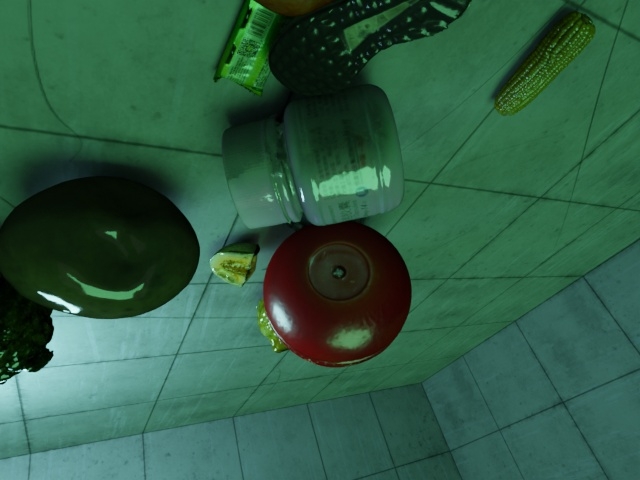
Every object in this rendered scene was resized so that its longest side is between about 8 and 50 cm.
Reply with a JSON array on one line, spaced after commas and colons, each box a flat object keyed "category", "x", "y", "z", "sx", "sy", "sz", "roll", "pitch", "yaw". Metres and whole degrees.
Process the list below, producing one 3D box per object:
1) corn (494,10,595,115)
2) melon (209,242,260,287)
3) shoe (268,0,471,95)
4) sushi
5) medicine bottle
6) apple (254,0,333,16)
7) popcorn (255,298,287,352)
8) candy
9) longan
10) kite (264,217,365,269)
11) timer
[{"category": "corn", "x": 0.463, "y": -0.363, "z": 0.895, "sx": 0.080, "sy": 0.080, "sz": 0.231, "roll": 2, "pitch": 144, "yaw": -29}, {"category": "melon", "x": -0.229, "y": 0.047, "z": 1.147, "sx": 0.128, "sy": 0.079, "sz": 0.160, "roll": 14, "pitch": 139, "yaw": -15}, {"category": "shoe", "x": 0.058, "y": -0.355, "z": 0.638, "sx": 0.337, "sy": 0.170, "sz": 0.132, "roll": -14, "pitch": 145, "yaw": 39}, {"category": "sushi", "x": -0.726, "y": 0.146, "z": 0.823, "sx": 0.352, "sy": 0.294, "sz": 0.178, "roll": -11, "pitch": 149, "yaw": -9}, {"category": "medicine bottle", "x": -0.011, "y": -0.147, "z": 0.811, "sx": 0.302, "sy": 0.241, "sz": 0.241, "roll": -11, "pitch": 148, "yaw": 5}, {"category": "apple", "x": -0.033, "y": -0.387, "z": 0.489, "sx": 0.218, "sy": 0.201, "sz": 0.218, "roll": -19, "pitch": 154, "yaw": -10}, {"category": "popcorn", "x": -0.096, "y": 0.260, "z": 1.378, "sx": 0.237, "sy": 0.206, "sz": 0.251, "roll": 13, "pitch": 111, "yaw": 17}, {"category": "candy", "x": -0.103, "y": -0.324, "z": 0.696, "sx": 0.102, "sy": 0.032, "sz": 0.178, "roll": 3, "pitch": 140, "yaw": -37}, {"category": "longan", "x": -0.410, "y": 0.016, "z": 0.823, "sx": 0.350, "sy": 0.288, "sz": 0.288, "roll": 8, "pitch": 139, "yaw": -41}, {"category": "kite", "x": 0.000, "y": 0.001, "z": 1.246, "sx": 0.406, "sy": 0.014, "sz": 0.368, "roll": -34, "pitch": 145, "yaw": 21}, {"category": "timer", "x": 0.042, "y": 0.128, "z": 1.094, "sx": 0.378, "sy": 0.377, "sz": 0.279, "roll": -14, "pitch": 153, "yaw": -9}]
